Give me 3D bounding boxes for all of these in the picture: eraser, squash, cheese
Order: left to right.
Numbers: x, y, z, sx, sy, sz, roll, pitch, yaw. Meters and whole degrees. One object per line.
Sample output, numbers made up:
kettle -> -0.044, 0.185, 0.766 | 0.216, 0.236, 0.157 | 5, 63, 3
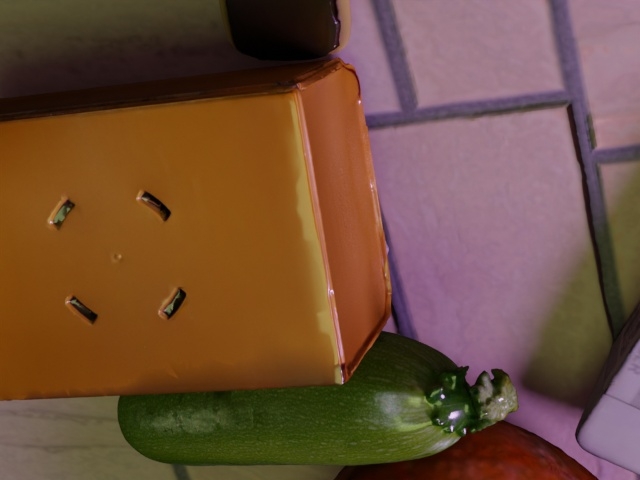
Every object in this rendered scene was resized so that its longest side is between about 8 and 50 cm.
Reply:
cheese -> -0.029, -0.190, 0.960 | 0.086, 0.036, 0.163 | 2, 127, 15
squash -> -0.019, 0.115, 1.101 | 0.378, 0.101, 0.101 | -6, 128, 45
eraser -> 0.281, 0.028, 1.036 | 0.089, 0.061, 0.352 | 25, 129, 3

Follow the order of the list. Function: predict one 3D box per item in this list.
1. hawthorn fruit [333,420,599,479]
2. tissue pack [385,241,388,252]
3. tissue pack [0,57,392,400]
hawthorn fruit -> 0.104, 0.264, 1.148 | 0.284, 0.284, 0.284 | 6, 128, 8
tissue pack -> 0.000, 0.000, 1.094 | 0.083, 0.042, 0.062 | -12, 121, 21
tissue pack -> -0.109, -0.011, 1.019 | 0.274, 0.145, 0.195 | -4, 107, 18
